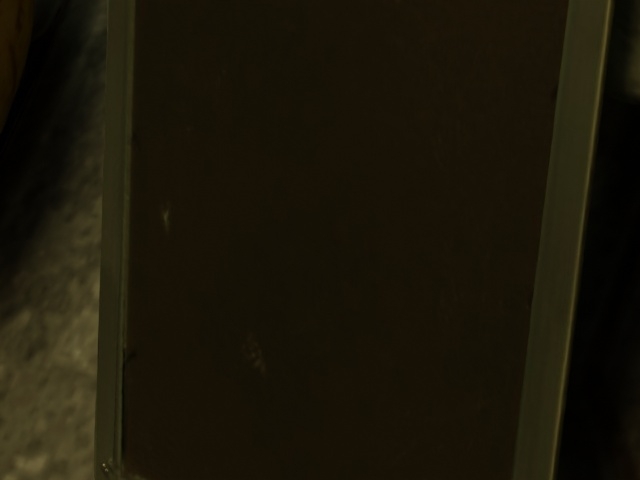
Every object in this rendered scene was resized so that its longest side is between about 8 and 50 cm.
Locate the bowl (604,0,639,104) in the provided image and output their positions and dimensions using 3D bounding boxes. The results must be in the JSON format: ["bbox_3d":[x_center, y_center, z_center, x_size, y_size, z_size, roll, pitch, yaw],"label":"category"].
[{"bbox_3d":[0.156,-0.187,0.461,0.313,0.146,0.313,-12,45,12],"label":"bowl"}]

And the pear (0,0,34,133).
[{"bbox_3d":[-0.252,-0.088,0.670,0.281,0.281,0.280,-16,57,26],"label":"pear"}]

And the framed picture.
[{"bbox_3d":[0.000,0.000,0.516,0.197,0.014,0.252,22,117,40],"label":"framed picture"}]
